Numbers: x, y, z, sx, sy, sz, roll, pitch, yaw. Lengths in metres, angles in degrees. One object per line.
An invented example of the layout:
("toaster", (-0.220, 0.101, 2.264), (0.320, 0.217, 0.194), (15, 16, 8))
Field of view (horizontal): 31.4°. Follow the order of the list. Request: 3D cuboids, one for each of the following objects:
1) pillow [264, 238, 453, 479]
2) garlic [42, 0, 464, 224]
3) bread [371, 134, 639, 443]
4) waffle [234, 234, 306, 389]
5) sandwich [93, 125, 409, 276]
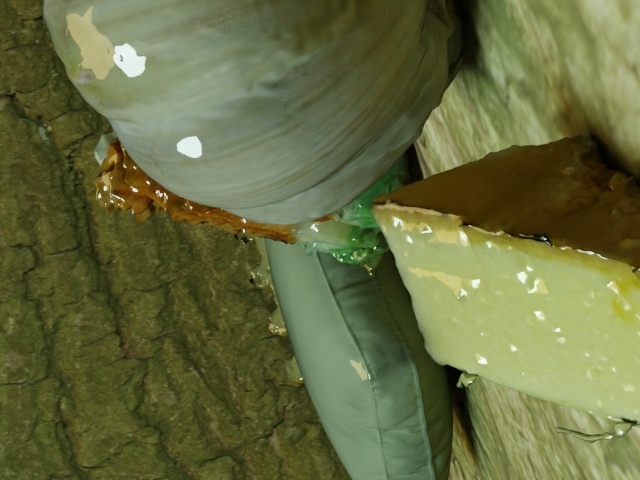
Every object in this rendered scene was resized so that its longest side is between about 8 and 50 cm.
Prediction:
("pillow", (0.027, 0.058, 0.990), (0.255, 0.120, 0.322), (77, 176, -48))
("garlic", (-0.022, -0.116, 0.497), (0.228, 0.152, 0.227), (50, -150, -44))
("bread", (0.075, 0.028, 0.365), (0.109, 0.080, 0.084), (-111, 0, -63))
("waffle", (-0.018, 0.071, 1.671), (0.348, 0.078, 0.304), (69, -167, 21))
("sandwich", (-0.052, -0.110, 0.770), (0.109, 0.212, 0.292), (174, 90, -72))
